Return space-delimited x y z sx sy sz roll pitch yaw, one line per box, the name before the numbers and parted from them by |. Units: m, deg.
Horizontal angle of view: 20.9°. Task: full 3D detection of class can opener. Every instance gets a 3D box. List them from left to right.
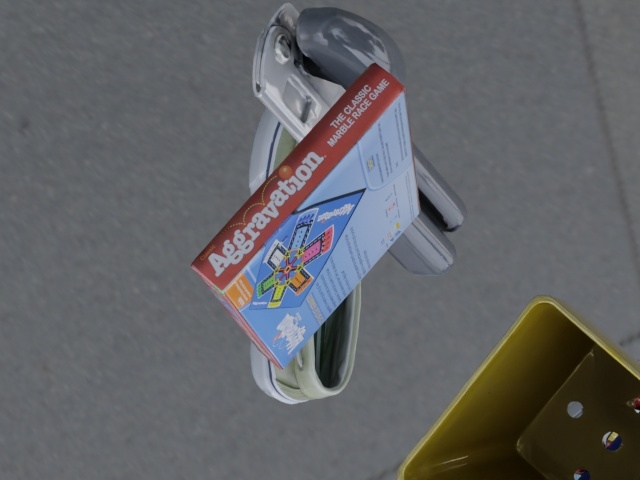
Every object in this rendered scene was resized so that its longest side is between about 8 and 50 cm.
can opener | 0.045 -0.067 1.225 0.283 0.095 0.076 45 53 -46

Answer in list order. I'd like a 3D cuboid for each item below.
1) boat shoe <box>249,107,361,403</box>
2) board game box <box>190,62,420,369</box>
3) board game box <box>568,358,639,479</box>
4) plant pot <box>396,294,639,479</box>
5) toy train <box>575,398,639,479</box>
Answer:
boat shoe | 0.000 0.000 1.596 0.109 0.094 0.302 3 87 -40
board game box | 0.000 -0.003 1.027 0.027 0.281 0.145 39 83 12
board game box | 0.341 0.307 1.871 0.193 0.053 0.305 -34 101 -20
plant pot | 0.233 0.185 1.511 0.212 0.212 0.187 -54 162 16
toy train | 0.360 0.188 1.723 0.248 0.105 0.143 -46 156 -9
